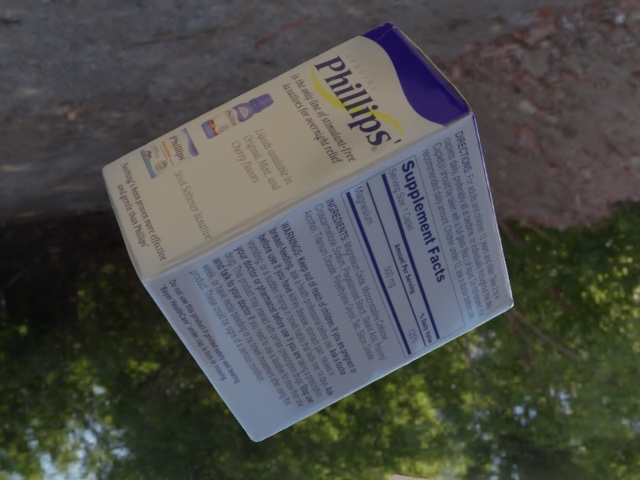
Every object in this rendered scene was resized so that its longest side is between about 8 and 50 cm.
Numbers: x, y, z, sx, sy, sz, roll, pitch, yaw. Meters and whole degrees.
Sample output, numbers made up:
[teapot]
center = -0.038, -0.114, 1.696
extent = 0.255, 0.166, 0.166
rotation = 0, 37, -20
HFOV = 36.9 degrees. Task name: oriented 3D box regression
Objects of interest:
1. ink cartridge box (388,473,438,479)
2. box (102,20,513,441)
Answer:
[ink cartridge box]
center = 0.087, 0.291, 0.782
extent = 0.104, 0.180, 0.060
rotation = 2, 178, 25
[box]
center = 0.000, 0.000, 0.409
extent = 0.137, 0.072, 0.126
rotation = -27, 138, -3
